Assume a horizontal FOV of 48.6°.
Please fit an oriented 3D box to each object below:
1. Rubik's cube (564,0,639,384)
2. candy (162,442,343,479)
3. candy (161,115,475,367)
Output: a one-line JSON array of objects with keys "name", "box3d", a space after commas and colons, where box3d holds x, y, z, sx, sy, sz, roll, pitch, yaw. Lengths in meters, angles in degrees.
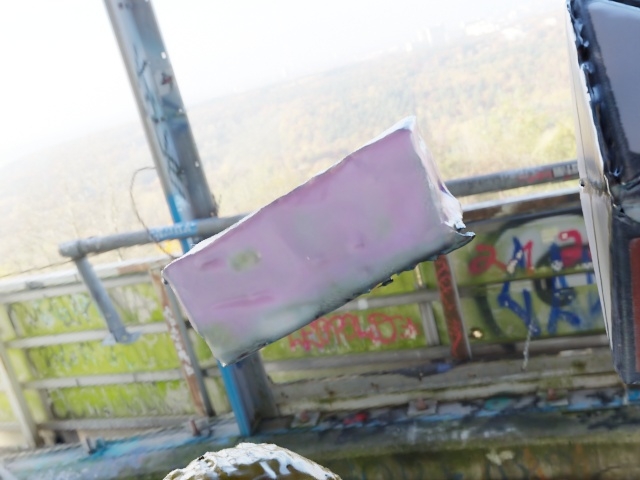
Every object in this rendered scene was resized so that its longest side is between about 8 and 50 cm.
[{"name": "Rubik's cube", "box3d": [0.402, -0.070, 0.666, 0.305, 0.307, 0.310, -8, 48, 21]}, {"name": "candy", "box3d": [-0.060, 0.317, 0.639, 0.259, 0.260, 0.118, -22, 9, -25]}, {"name": "candy", "box3d": [0.000, 0.000, 0.661, 0.265, 0.116, 0.155, -30, 7, 13]}]
